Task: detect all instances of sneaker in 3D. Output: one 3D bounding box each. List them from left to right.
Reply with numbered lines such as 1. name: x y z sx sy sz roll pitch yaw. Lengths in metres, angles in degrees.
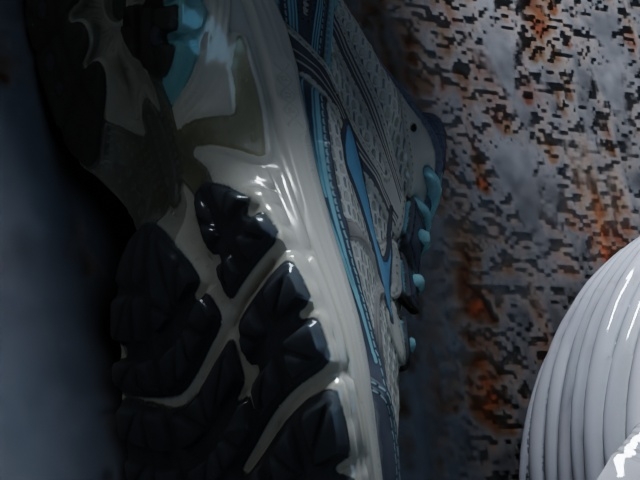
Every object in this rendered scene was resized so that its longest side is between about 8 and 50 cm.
1. sneaker: 0.000 0.000 0.491 0.122 0.110 0.283 -1 70 -38

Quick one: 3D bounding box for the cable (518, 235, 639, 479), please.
1. cable: 0.198 0.105 0.587 0.257 0.089 0.257 40 52 -14
